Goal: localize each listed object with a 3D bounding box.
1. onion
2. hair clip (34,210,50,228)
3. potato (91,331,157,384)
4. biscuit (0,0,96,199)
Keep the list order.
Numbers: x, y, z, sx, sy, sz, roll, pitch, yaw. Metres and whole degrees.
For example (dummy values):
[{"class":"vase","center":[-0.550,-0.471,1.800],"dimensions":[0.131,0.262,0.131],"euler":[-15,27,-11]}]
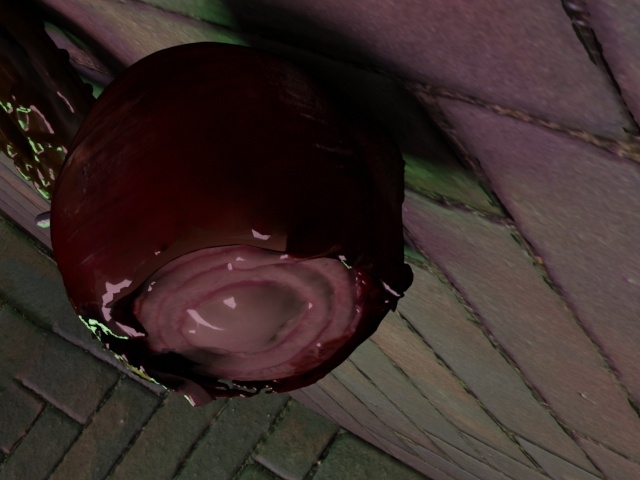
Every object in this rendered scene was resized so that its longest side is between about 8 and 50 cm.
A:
[{"class":"onion","center":[-0.087,-0.020,1.145],"dimensions":[0.341,0.341,0.341],"euler":[33,168,8]},{"class":"hair clip","center":[-0.335,-0.050,1.993],"dimensions":[0.278,0.090,0.137],"euler":[-9,137,37]},{"class":"potato","center":[-0.232,0.085,2.184],"dimensions":[0.289,0.301,0.237],"euler":[5,158,-25]},{"class":"biscuit","center":[-0.371,-0.176,1.624],"dimensions":[0.332,0.103,0.332],"euler":[44,161,19]}]
